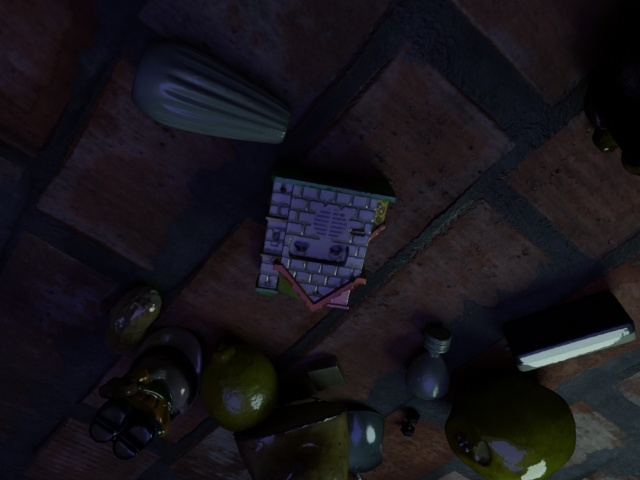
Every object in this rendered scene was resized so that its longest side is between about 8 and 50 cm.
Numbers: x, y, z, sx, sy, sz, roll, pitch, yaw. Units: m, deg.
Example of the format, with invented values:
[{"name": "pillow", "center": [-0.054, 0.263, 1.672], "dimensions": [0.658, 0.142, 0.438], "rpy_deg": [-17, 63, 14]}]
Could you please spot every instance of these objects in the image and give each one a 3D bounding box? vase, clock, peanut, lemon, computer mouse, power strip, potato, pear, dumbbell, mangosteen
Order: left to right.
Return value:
[{"name": "peanut", "center": [-0.430, 0.182, 1.084], "dimensions": [0.099, 0.099, 0.214], "rpy_deg": [25, 128, -15]}, {"name": "vase", "center": [-0.169, -0.228, 0.780], "dimensions": [0.248, 0.128, 0.128], "rpy_deg": [16, 123, -19]}, {"name": "lemon", "center": [-0.190, 0.341, 1.123], "dimensions": [0.184, 0.184, 0.248], "rpy_deg": [-10, 127, 8]}, {"name": "potato", "center": [-0.052, 0.542, 1.145], "dimensions": [0.301, 0.289, 0.237], "rpy_deg": [-14, 84, 5]}, {"name": "clock", "center": [0.000, 0.000, 0.905], "dimensions": [0.220, 0.106, 0.255], "rpy_deg": [10, 113, -5]}, {"name": "computer mouse", "center": [0.105, 0.611, 1.358], "dimensions": [0.167, 0.090, 0.379], "rpy_deg": [-4, 126, 6]}, {"name": "dumbbell", "center": [0.245, 0.499, 1.305], "dimensions": [0.036, 0.040, 0.083], "rpy_deg": [-12, 129, -28]}, {"name": "pear", "center": [0.452, 0.451, 1.145], "dimensions": [0.321, 0.269, 0.269], "rpy_deg": [-1, 126, -20]}, {"name": "power strip", "center": [0.536, 0.204, 1.056], "dimensions": [0.257, 0.105, 0.070], "rpy_deg": [-21, 121, 16]}, {"name": "mangosteen", "center": [0.523, -0.223, 0.668], "dimensions": [0.293, 0.297, 0.297], "rpy_deg": [9, 135, 43]}]

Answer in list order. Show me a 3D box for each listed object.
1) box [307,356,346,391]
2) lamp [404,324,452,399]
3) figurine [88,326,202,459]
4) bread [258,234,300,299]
[{"name": "box", "center": [0.017, 0.338, 1.204], "dimensions": [0.079, 0.035, 0.083], "rpy_deg": [-14, 123, 11]}, {"name": "lamp", "center": [0.264, 0.293, 1.133], "dimensions": [0.106, 0.106, 0.193], "rpy_deg": [7, 115, -3]}, {"name": "figurine", "center": [-0.381, 0.346, 1.050], "dimensions": [0.185, 0.332, 0.204], "rpy_deg": [39, 112, -3]}, {"name": "bread", "center": [-0.017, 0.045, 1.008], "dimensions": [0.228, 0.033, 0.228], "rpy_deg": [1, 122, 1]}]
